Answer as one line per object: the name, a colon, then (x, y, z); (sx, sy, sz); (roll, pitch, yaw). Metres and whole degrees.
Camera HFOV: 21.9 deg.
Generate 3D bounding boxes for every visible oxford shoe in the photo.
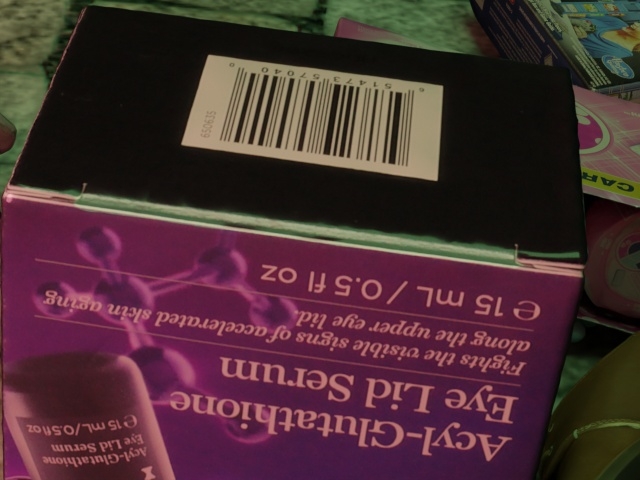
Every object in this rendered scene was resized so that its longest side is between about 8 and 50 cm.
oxford shoe: (0.108, 0.091, 0.604); (0.076, 0.076, 0.212); (1, 23, 34)

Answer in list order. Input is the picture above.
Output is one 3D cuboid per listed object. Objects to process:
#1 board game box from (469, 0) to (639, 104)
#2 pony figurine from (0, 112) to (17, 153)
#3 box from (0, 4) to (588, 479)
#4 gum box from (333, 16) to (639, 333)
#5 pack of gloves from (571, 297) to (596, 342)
board game box: (0.195, -0.108, 0.898); (0.194, 0.060, 0.194); (-2, 36, -15)
pony figurine: (-0.214, -0.064, 0.561); (0.351, 0.303, 0.363); (2, 54, 43)
box: (-0.012, 0.049, 0.508); (0.153, 0.207, 0.108); (7, 35, 1)
gum box: (0.077, -0.029, 0.723); (0.188, 0.062, 0.107); (16, 29, -5)
pack of gloves: (0.000, 0.000, 0.742); (0.195, 0.046, 0.232); (-9, 39, -41)
